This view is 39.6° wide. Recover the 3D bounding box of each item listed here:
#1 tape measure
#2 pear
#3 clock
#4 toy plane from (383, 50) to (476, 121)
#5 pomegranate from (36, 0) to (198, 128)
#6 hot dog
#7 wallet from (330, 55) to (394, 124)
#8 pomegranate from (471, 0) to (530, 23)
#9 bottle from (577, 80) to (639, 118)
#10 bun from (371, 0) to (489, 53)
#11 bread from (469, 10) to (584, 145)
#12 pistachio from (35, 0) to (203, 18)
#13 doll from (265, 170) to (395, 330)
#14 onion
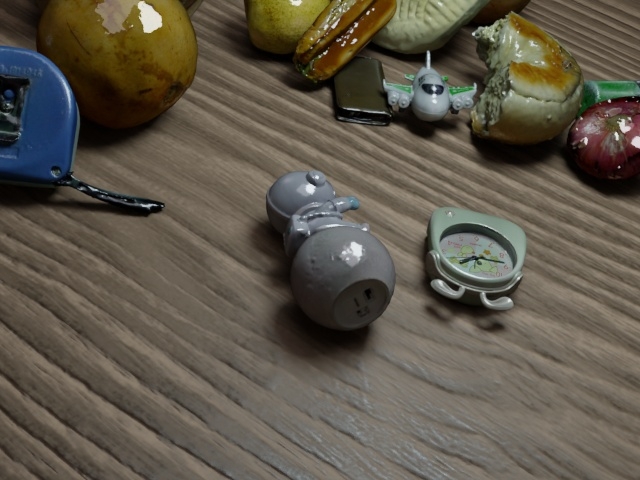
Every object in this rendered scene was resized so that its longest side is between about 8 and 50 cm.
[{"bbox_3d":[-0.395,-0.164,1.319,0.351,0.098,0.215,7,81,-9],"label":"tape measure"},{"bbox_3d":[-0.064,-0.445,1.723,0.178,0.178,0.178,7,41,-6],"label":"pear"},{"bbox_3d":[0.228,0.034,1.332,0.151,0.062,0.191,14,41,2],"label":"clock"},{"bbox_3d":[0.200,-0.278,1.638,0.173,0.080,0.174,2,37,-1],"label":"toy plane"},{"bbox_3d":[-0.330,-0.319,1.448,0.264,0.264,0.264,7,41,-6],"label":"pomegranate"},{"bbox_3d":[0.045,-0.405,1.680,0.072,0.115,0.269,28,61,35],"label":"hot dog"},{"bbox_3d":[0.075,-0.288,1.685,0.110,0.031,0.198,4,41,-8],"label":"wallet"},{"bbox_3d":[0.354,-0.609,1.957,0.270,0.252,0.229,13,60,-3],"label":"pomegranate"},{"bbox_3d":[0.669,-0.269,1.763,0.329,0.093,0.093,-2,43,-15],"label":"bottle"},{"bbox_3d":[0.204,-0.569,1.801,0.364,0.364,0.202,22,25,11],"label":"bun"},{"bbox_3d":[0.385,-0.286,1.653,0.192,0.171,0.314,13,45,-12],"label":"bread"},{"bbox_3d":[-0.360,-0.531,1.617,0.445,0.365,0.281,-11,11,32],"label":"pistachio"},{"bbox_3d":[0.000,0.000,1.261,0.150,0.151,0.287,-7,40,-21],"label":"doll"},{"bbox_3d":[0.542,-0.172,1.602,0.184,0.147,0.184,-23,38,19],"label":"onion"}]
